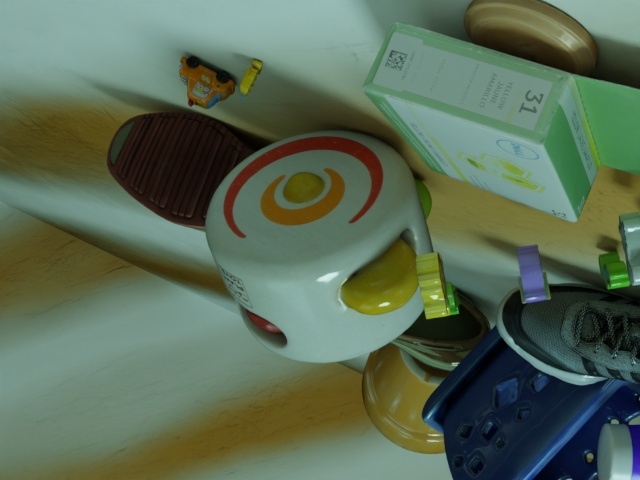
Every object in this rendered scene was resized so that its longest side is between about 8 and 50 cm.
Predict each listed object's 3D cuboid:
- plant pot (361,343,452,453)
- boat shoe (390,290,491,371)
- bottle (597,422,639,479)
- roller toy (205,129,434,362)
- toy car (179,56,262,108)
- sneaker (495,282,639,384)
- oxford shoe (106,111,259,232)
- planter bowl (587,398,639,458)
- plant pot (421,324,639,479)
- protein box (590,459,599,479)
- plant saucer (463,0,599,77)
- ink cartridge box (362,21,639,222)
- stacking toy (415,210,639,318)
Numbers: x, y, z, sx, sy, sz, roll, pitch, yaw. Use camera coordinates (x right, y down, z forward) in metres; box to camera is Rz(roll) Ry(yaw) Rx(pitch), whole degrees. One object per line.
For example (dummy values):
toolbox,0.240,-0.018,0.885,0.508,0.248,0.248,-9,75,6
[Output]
plant pot,0.168,0.189,1.475,0.205,0.205,0.188,24,153,12
boat shoe,0.080,0.075,1.344,0.324,0.123,0.120,18,163,4
bottle,0.423,0.225,0.988,0.282,0.118,0.092,5,180,3
roller toy,0.000,0.000,0.895,0.191,0.209,0.146,-8,133,13
toy car,-0.099,-0.145,0.903,0.060,0.040,0.122,30,169,-17
sneaker,0.297,0.089,0.929,0.268,0.101,0.153,18,166,14
oxford shoe,-0.086,-0.047,1.124,0.348,0.123,0.130,23,174,24
planter bowl,0.381,0.246,1.417,0.162,0.109,0.162,26,169,6
plant pot,0.273,0.214,1.161,0.236,0.236,0.212,34,-168,-35
protein box,0.506,0.456,1.673,0.136,0.200,0.201,22,-163,24
plant saucer,0.123,-0.117,0.593,0.083,0.013,0.083,26,170,5
ink cartridge box,0.162,-0.056,0.635,0.235,0.056,0.171,23,175,24
stacking toy,0.169,0.025,0.805,0.167,0.052,0.221,-10,174,10
